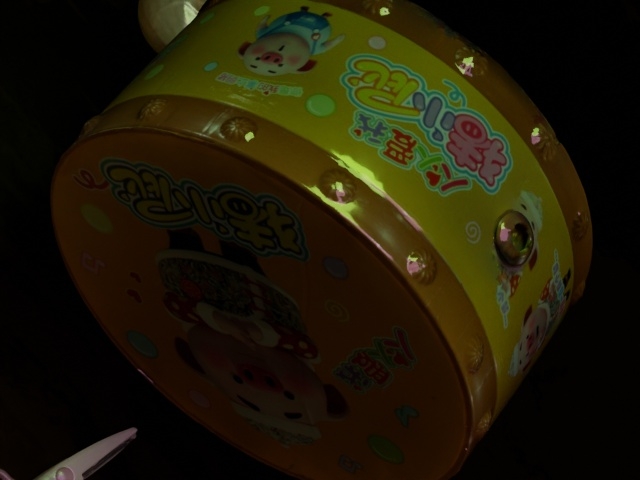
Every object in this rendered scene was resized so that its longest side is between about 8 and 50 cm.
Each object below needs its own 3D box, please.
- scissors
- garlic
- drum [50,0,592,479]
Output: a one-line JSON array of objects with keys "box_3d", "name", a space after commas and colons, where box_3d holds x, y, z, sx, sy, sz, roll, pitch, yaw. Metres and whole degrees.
[{"box_3d": [-0.224, 0.204, 1.444, 0.176, 0.022, 0.085, -31, 92, -35], "name": "scissors"}, {"box_3d": [-0.107, -0.207, 1.592, 0.128, 0.090, 0.198, 29, 33, -22], "name": "garlic"}, {"box_3d": [0.000, 0.000, 1.417, 0.431, 0.431, 0.214, 48, 57, -13], "name": "drum"}]
